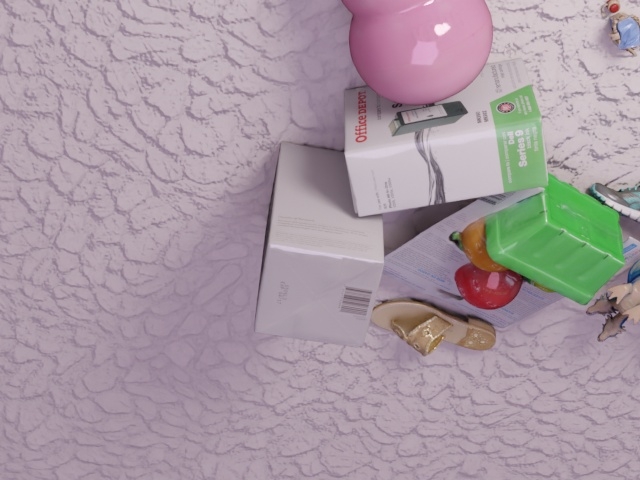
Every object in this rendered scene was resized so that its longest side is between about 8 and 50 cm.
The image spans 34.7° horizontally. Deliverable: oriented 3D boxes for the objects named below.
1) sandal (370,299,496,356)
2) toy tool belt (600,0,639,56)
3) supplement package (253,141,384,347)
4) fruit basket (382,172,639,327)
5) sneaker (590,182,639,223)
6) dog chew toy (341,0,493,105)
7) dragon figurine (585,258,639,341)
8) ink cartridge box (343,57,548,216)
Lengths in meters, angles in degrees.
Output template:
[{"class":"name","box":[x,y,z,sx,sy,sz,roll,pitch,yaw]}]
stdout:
[{"class":"sandal","box":[0.208,0.177,1.881,0.240,0.079,0.088,12,133,-6]},{"class":"toy tool belt","box":[0.454,-0.318,1.534,0.052,0.051,0.083,-24,122,18]},{"class":"supplement package","box":[0.000,0.000,1.629,0.175,0.293,0.177,8,127,-4]},{"class":"fruit basket","box":[0.315,0.023,1.735,0.327,0.165,0.353,24,147,-27]},{"class":"sneaker","box":[0.535,-0.070,1.720,0.166,0.065,0.076,23,93,-3]},{"class":"dog chew toy","box":[0.114,-0.360,1.428,0.206,0.206,0.332,-16,117,13]},{"class":"dragon figurine","box":[0.565,0.068,1.734,0.289,0.144,0.085,-42,80,17]},{"class":"ink cartridge box","box":[0.183,-0.158,1.558,0.289,0.211,0.121,-10,124,7]}]
